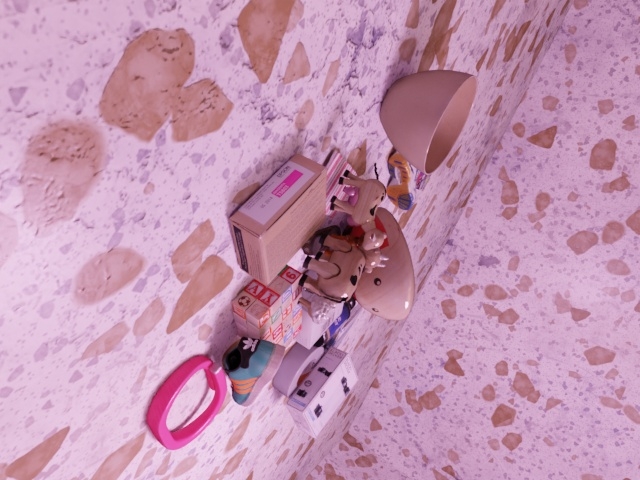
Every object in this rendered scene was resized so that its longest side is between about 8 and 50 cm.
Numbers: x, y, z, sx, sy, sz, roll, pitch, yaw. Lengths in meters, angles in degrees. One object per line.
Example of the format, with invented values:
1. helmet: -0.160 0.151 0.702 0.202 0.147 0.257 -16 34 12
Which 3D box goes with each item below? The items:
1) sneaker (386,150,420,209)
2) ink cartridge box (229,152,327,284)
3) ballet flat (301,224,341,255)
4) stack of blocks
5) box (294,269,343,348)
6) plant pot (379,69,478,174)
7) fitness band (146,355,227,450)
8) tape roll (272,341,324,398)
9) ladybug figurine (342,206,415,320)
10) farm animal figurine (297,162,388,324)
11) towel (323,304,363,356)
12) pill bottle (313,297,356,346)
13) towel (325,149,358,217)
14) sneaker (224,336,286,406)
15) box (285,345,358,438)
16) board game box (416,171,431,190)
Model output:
1. sneaker: 0.305 -0.220 1.781 0.131 0.112 0.296 -51 159 -22
2. ink cartridge box: -0.085 -0.046 1.142 0.234 0.088 0.193 -48 157 -29
3. ballet flat: 0.000 0.000 1.470 0.250 0.058 0.084 -21 120 -67
4. stack of blocks: -0.134 0.205 1.377 0.171 0.087 0.297 -47 156 -31
5. box: -0.022 0.198 1.581 0.181 0.119 0.181 -44 154 -37
6. plant pot: 0.277 -0.350 1.423 0.284 0.191 0.284 -49 158 -28
7. fitness band: -0.320 0.402 1.265 0.209 0.054 0.290 -46 154 -32
8. tape roll: -0.079 0.461 1.878 0.219 0.072 0.219 -47 156 -29
9. ladybug figurine: 0.159 0.064 1.566 0.449 0.162 0.304 -105 -167 -64
10. farm animal figurine: 0.079 0.026 1.273 0.330 0.172 0.326 95 21 -59
11. towel: 0.074 0.403 2.163 0.209 0.034 0.285 -36 158 -54
12. pill bottle: 0.026 0.254 1.765 0.219 0.123 0.122 -40 152 -43
13. towel: 0.031 -0.146 1.371 0.144 0.029 0.197 -59 157 -1
14. sneaker: -0.191 0.326 1.318 0.302 0.121 0.108 -57 -171 46
15. box: 0.012 0.557 1.914 0.290 0.087 0.169 -45 132 -34
16. board game box: 0.434 -0.360 1.987 0.208 0.056 0.346 2 117 -62
